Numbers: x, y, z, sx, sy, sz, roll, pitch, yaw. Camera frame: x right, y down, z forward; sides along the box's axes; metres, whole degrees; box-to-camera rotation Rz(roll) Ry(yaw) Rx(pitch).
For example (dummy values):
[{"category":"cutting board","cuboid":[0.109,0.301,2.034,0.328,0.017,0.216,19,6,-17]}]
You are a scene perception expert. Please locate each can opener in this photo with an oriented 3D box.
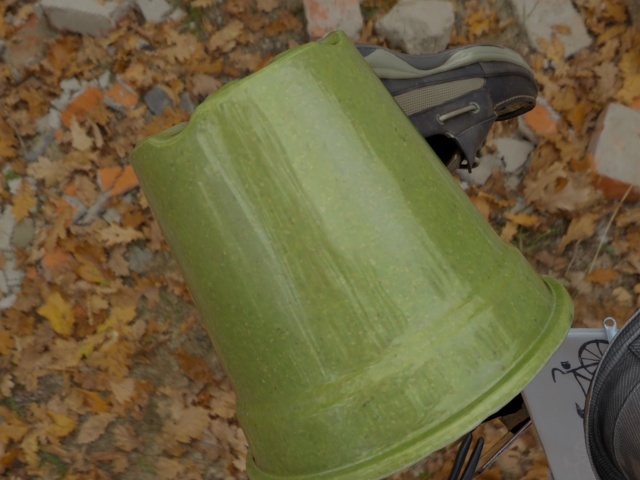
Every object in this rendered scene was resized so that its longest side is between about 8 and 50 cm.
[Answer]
[{"category":"can opener","cuboid":[0.270,0.463,1.588,0.059,0.073,0.186,28,87,-13]}]

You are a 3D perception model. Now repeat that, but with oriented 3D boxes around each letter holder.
[{"category":"letter holder","cuboid":[0.330,0.398,1.756,0.214,0.302,0.152,-41,74,-15]}]

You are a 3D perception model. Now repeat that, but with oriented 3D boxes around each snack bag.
[{"category":"snack bag","cuboid":[0.398,0.230,0.976,0.343,0.323,0.037,-3,31,40]}]

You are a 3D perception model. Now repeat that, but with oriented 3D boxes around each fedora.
[{"category":"fedora","cuboid":[0.365,0.149,0.694,0.275,0.124,0.243,-37,110,5]}]

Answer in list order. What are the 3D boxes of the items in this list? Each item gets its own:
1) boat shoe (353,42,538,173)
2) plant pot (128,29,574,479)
[{"category":"boat shoe","cuboid":[0.100,-0.118,0.838,0.355,0.132,0.130,-11,84,-38]},{"category":"plant pot","cuboid":[0.000,0.000,0.602,0.276,0.276,0.254,-33,98,-8]}]
